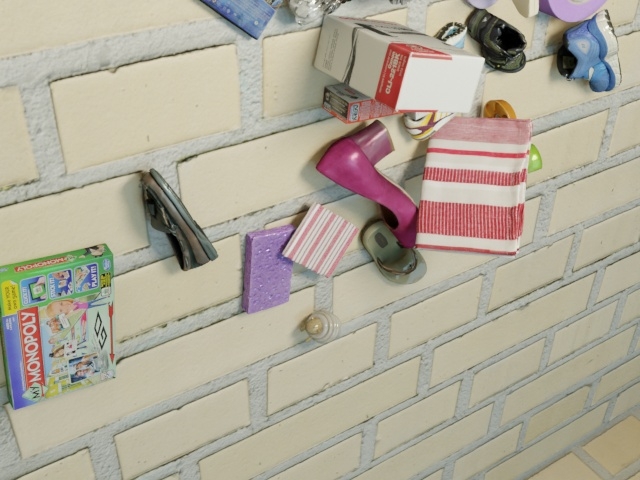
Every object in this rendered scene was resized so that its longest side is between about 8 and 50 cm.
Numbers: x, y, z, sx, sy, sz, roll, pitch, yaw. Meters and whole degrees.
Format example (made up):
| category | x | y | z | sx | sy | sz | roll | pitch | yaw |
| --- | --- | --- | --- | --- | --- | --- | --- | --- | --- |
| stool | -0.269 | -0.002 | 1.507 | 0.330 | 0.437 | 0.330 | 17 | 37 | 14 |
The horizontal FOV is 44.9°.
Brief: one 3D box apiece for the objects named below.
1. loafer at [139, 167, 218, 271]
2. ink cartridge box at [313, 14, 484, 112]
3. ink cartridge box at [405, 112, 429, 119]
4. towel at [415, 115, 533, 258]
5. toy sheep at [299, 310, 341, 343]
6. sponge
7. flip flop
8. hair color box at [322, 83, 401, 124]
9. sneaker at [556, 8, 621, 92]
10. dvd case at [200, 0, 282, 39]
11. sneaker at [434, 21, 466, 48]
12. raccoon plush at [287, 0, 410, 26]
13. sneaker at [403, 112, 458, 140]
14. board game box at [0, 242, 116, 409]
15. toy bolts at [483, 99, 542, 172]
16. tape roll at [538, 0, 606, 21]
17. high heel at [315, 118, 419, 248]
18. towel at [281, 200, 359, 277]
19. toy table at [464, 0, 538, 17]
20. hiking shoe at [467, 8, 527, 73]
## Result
| category | x | y | z | sx | sy | sz | roll | pitch | yaw |
| --- | --- | --- | --- | --- | --- | --- | --- | --- | --- |
| loafer | -0.288 | -0.027 | 1.516 | 0.084 | 0.096 | 0.267 | -35 | 139 | -5 |
| ink cartridge box | 0.146 | -0.345 | 1.503 | 0.197 | 0.273 | 0.114 | -6 | 120 | -37 |
| ink cartridge box | 0.231 | -0.330 | 1.710 | 0.135 | 0.099 | 0.056 | -28 | 133 | -22 |
| towel | 0.347 | -0.129 | 1.759 | 0.037 | 0.237 | 0.329 | 44 | 53 | -66 |
| toy sheep | 0.007 | 0.218 | 1.945 | 0.132 | 0.091 | 0.091 | 4 | 118 | -57 |
| sponge | -0.118 | 0.065 | 1.766 | 0.117 | 0.031 | 0.210 | -15 | 128 | -32 |
| flip flop | 0.196 | 0.041 | 1.969 | 0.112 | 0.080 | 0.277 | -46 | 138 | -3 |
| hair color box | 0.099 | -0.297 | 1.631 | 0.167 | 0.093 | 0.053 | -15 | 128 | -31 |
| sneaker | 0.678 | -0.468 | 1.974 | 0.147 | 0.129 | 0.330 | -15 | 159 | 21 |
| dvd case | -0.108 | -0.504 | 1.361 | 0.180 | 0.022 | 0.253 | 26 | 102 | -46 |
| sneaker | 0.263 | -0.409 | 1.706 | 0.162 | 0.063 | 0.073 | -36 | 140 | -12 |
| raccoon plush | 0.194 | -0.485 | 1.389 | 0.446 | 0.299 | 0.216 | -44 | 125 | -4 |
| sneaker | 0.270 | -0.314 | 1.776 | 0.185 | 0.069 | 0.084 | -47 | 142 | -3 |
| board game box | -0.510 | 0.170 | 1.511 | 0.214 | 0.046 | 0.317 | -15 | 129 | -32 |
| toy bolts | 0.386 | -0.208 | 1.885 | 0.158 | 0.228 | 0.218 | -23 | 88 | -20 |
| tape roll | 0.588 | -0.649 | 1.776 | 0.275 | 0.090 | 0.274 | -22 | 131 | -27 |
| high heel | 0.111 | -0.090 | 1.782 | 0.181 | 0.127 | 0.377 | -35 | 127 | -12 |
| towel | 0.000 | 0.000 | 1.794 | 0.197 | 0.029 | 0.144 | 30 | 93 | -52 |
| toy table | 0.387 | -0.598 | 1.597 | 0.252 | 0.161 | 0.274 | -37 | 136 | -12 |
| hiking shoe | 0.426 | -0.439 | 1.778 | 0.227 | 0.114 | 0.086 | 26 | 102 | -47 |
